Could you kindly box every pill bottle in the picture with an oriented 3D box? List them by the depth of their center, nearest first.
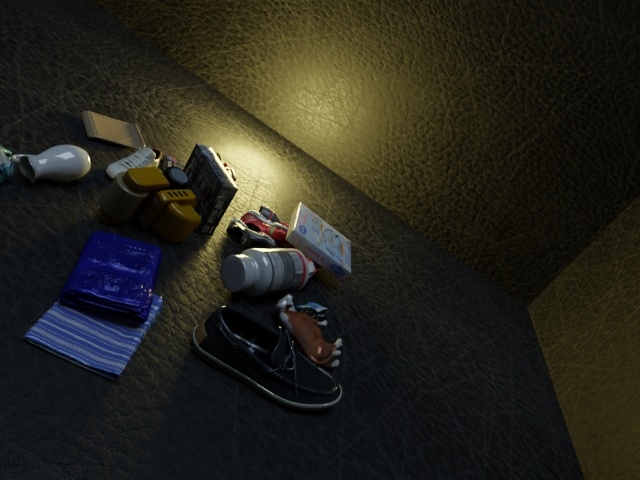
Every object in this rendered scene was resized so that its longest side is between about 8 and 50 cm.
[{"bbox_3d":[-0.204,0.115,1.796,0.319,0.176,0.176,1,40,-52],"label":"pill bottle"}]

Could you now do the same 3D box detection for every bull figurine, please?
[{"bbox_3d":[-0.044,0.322,1.709,0.189,0.101,0.310,15,30,-41],"label":"bull figurine"}]

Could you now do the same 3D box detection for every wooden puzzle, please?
[{"bbox_3d":[-0.921,-0.482,2.162,0.239,0.044,0.221,6,36,-40],"label":"wooden puzzle"}]

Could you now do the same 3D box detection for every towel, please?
[{"bbox_3d":[-0.582,0.205,1.305,0.243,0.040,0.336,29,24,-11],"label":"towel"},{"bbox_3d":[-0.579,0.089,1.395,0.228,0.076,0.308,22,27,-21],"label":"towel"}]

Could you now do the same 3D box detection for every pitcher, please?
[{"bbox_3d":[-0.925,-0.270,1.673,0.178,0.125,0.207,29,31,26],"label":"pitcher"}]

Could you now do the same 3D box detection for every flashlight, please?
[{"bbox_3d":[-0.160,-0.058,2.274,0.304,0.103,0.103,27,24,-16],"label":"flashlight"}]

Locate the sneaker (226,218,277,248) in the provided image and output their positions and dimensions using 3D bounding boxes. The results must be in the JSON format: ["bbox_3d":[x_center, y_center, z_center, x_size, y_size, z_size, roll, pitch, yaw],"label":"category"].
[{"bbox_3d":[-0.295,-0.003,2.032,0.234,0.078,0.106,31,26,0],"label":"sneaker"}]

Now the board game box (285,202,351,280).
[{"bbox_3d":[0.000,0.000,2.207,0.318,0.066,0.318,38,22,-13],"label":"board game box"}]

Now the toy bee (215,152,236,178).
[{"bbox_3d":[-0.463,-0.299,2.249,0.195,0.162,0.298,65,26,-15],"label":"toy bee"}]

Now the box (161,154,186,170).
[{"bbox_3d":[-0.647,-0.330,2.242,0.162,0.029,0.116,23,25,-28],"label":"box"}]

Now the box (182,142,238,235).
[{"bbox_3d":[-0.473,-0.210,1.977,0.077,0.242,0.307,9,33,-45],"label":"box"}]

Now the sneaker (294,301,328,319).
[{"bbox_3d":[-0.046,0.271,1.878,0.162,0.063,0.073,14,13,-47],"label":"sneaker"}]

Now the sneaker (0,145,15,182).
[{"bbox_3d":[-0.999,-0.223,1.483,0.122,0.110,0.283,19,28,-39],"label":"sneaker"}]

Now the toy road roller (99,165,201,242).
[{"bbox_3d":[-0.576,-0.115,1.728,0.240,0.202,0.330,53,27,12],"label":"toy road roller"}]

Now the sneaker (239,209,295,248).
[{"bbox_3d":[-0.234,-0.021,2.144,0.279,0.107,0.118,27,39,-4],"label":"sneaker"}]

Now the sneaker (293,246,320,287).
[{"bbox_3d":[-0.082,0.107,2.084,0.145,0.090,0.270,34,20,1],"label":"sneaker"}]

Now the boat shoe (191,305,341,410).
[{"bbox_3d":[-0.137,0.355,1.462,0.501,0.156,0.186,31,22,-12],"label":"boat shoe"}]

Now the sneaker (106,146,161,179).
[{"bbox_3d":[-0.753,-0.324,1.977,0.106,0.123,0.290,37,25,-1],"label":"sneaker"}]
